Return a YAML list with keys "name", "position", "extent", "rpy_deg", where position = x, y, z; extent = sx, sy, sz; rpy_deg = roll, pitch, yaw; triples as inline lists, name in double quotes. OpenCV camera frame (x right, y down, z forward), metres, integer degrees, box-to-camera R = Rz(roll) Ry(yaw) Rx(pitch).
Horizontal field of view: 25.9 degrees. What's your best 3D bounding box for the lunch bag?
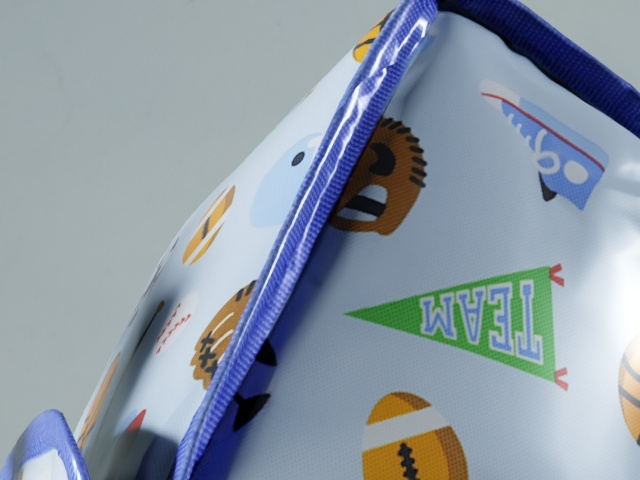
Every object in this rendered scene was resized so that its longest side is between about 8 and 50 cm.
- name: "lunch bag"
  position: [-0.017, 0.124, 0.607]
  extent: [0.239, 0.328, 0.385]
  rpy_deg: [31, 66, -9]
